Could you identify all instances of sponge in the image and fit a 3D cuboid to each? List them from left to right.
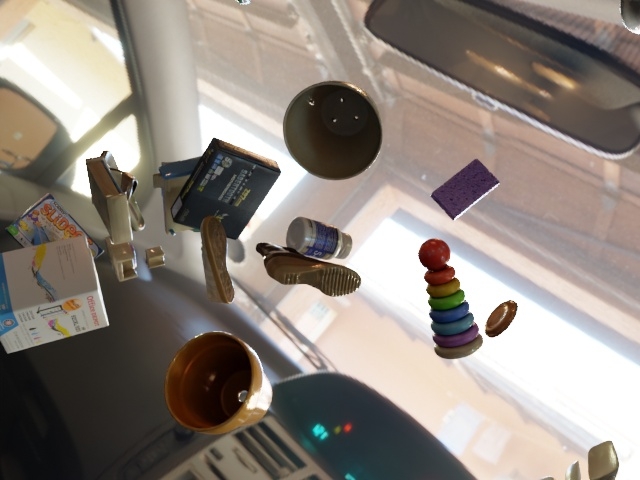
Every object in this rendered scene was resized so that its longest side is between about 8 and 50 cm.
[{"bbox_3d":[0.479,-0.171,2.111,0.117,0.210,0.031,49,-15,16],"label":"sponge"}]

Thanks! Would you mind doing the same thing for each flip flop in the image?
[{"bbox_3d":[-0.584,-0.151,1.918,0.112,0.080,0.277,-84,158,-59],"label":"flip flop"}]

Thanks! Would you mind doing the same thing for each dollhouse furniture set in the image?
[{"bbox_3d":[-0.417,-0.096,1.658,0.198,0.303,0.286,49,-35,42],"label":"dollhouse furniture set"}]

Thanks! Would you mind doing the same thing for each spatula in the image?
[{"bbox_3d":[0.408,0.425,1.003,0.019,0.168,0.242,49,26,-5],"label":"spatula"}]

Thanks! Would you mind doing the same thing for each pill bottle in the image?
[{"bbox_3d":[0.000,0.000,1.928,0.187,0.112,0.112,14,9,-32],"label":"pill bottle"}]

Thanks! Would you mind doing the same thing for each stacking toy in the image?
[{"bbox_3d":[0.339,0.152,1.750,0.141,0.141,0.330,-162,-128,-73],"label":"stacking toy"}]

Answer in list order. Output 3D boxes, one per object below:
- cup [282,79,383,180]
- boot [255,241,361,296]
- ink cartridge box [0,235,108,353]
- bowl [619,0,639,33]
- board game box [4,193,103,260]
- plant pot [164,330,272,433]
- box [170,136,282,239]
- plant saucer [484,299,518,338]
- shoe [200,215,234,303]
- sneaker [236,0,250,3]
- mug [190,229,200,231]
[{"bbox_3d":[0.062,-0.399,2.155,0.331,0.331,0.237,42,29,-10],"label":"cup"},{"bbox_3d":[-0.033,0.061,1.670,0.248,0.090,0.207,8,19,-24],"label":"boot"},{"bbox_3d":[-0.633,0.123,1.475,0.171,0.233,0.168,102,-33,-52],"label":"ink cartridge box"},{"bbox_3d":[0.726,-0.506,1.196,0.134,0.298,0.298,51,1,38],"label":"bowl"},{"bbox_3d":[-0.669,0.000,1.612,0.035,0.136,0.201,7,-41,52],"label":"board game box"},{"bbox_3d":[-0.198,0.320,1.371,0.205,0.205,0.188,37,-7,31],"label":"plant pot"},{"bbox_3d":[-0.230,-0.120,1.552,0.183,0.232,0.059,18,32,-36],"label":"box"},{"bbox_3d":[0.331,0.143,1.178,0.013,0.083,0.083,36,-6,-8],"label":"plant saucer"},{"bbox_3d":[-0.249,0.048,1.466,0.058,0.076,0.219,0,-68,21],"label":"shoe"},{"bbox_3d":[-0.227,-0.856,1.900,0.108,0.302,0.121,9,-3,5],"label":"sneaker"},{"bbox_3d":[-0.381,-0.078,1.982,0.129,0.158,0.097,-145,-135,-74],"label":"mug"}]
